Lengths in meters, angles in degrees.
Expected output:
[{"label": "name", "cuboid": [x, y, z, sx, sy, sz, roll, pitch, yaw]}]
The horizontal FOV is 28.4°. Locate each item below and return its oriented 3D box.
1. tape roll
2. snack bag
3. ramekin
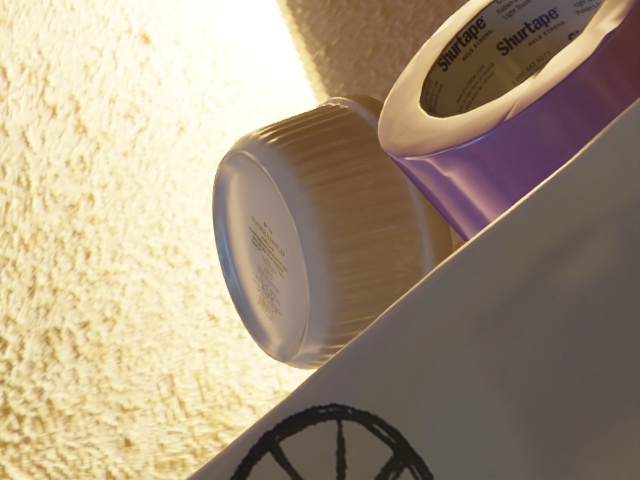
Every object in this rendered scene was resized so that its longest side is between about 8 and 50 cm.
[{"label": "tape roll", "cuboid": [0.128, -0.085, 0.698, 0.080, 0.189, 0.189, 47, -110, -21]}, {"label": "snack bag", "cuboid": [0.102, 0.152, 0.330, 0.342, 0.037, 0.323, -38, -105, -8]}, {"label": "ramekin", "cuboid": [0.000, 0.000, 0.958, 0.109, 0.207, 0.207, -15, -95, -26]}]
